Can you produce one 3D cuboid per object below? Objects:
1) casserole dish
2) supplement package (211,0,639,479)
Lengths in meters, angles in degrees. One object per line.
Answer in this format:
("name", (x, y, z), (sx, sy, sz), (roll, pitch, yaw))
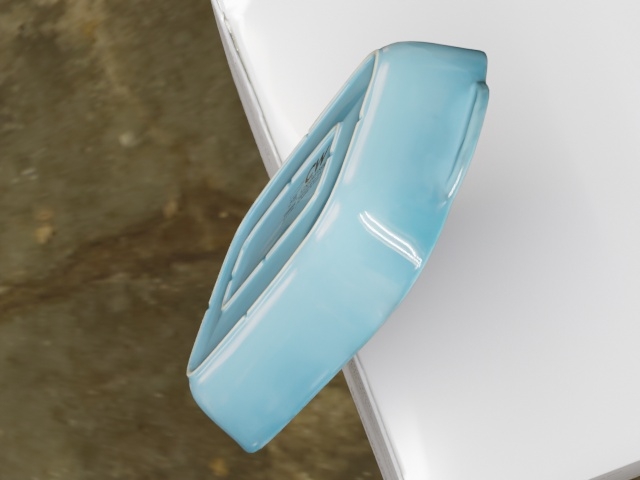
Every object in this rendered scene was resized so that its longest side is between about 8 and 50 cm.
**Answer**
("casserole dish", (0.000, 0.000, 0.691), (0.037, 0.188, 0.114), (26, 53, -12))
("supplement package", (0.091, -0.015, 0.896), (0.204, 0.145, 0.262), (-20, 79, -2))
